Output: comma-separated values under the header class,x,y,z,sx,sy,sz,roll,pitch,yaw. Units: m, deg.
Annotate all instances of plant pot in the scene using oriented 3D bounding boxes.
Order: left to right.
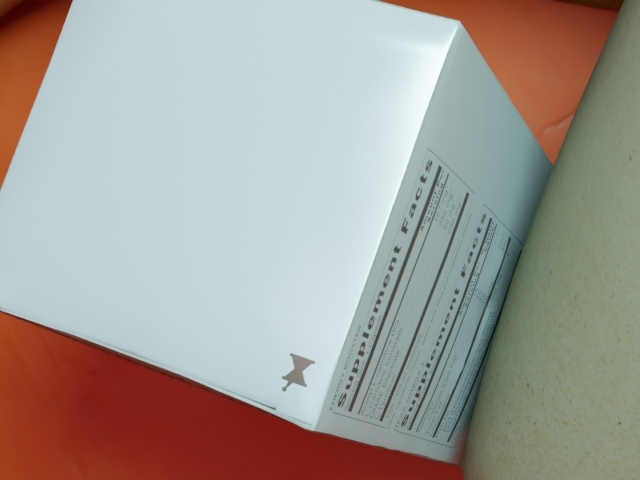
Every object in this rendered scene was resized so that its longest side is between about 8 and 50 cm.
class,x,y,z,sx,sy,sz,roll,pitch,yaw
plant pot,0.176,0.016,0.514,0.256,0.256,0.274,43,116,21

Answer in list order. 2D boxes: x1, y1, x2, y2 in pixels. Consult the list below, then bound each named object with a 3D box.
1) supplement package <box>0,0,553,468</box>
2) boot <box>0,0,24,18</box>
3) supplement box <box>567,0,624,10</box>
class,x,y,z,sx,sy,sz,roll,pitch,yaw
supplement package,0.000,0.000,0.564,0.139,0.244,0.134,18,84,20
boot,-0.129,-0.152,0.715,0.220,0.109,0.283,8,68,25
supplement box,0.084,-0.225,0.647,0.191,0.129,0.194,14,83,21
